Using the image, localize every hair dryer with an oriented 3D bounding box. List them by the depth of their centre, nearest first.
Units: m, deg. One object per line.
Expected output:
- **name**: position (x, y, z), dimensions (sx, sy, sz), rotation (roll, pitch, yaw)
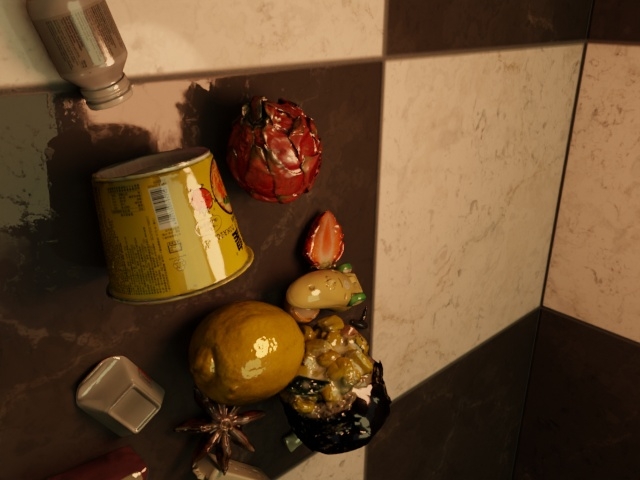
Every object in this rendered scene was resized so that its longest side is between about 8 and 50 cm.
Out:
- **hair dryer**: position (-0.058, 0.556, 1.920), dimensions (0.206, 0.075, 0.237), rotation (-32, 119, -24)
- **hair dryer**: position (0.141, 0.263, 2.014), dimensions (0.079, 0.031, 0.083), rotation (27, 73, -38)

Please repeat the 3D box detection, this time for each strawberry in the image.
- **strawberry**: position (0.000, 0.000, 1.720), dimensions (0.146, 0.082, 0.187), rotation (-7, 105, -49)

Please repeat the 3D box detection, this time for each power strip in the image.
- **power strip**: position (-0.252, 0.712, 1.752), dimensions (0.058, 0.098, 0.338), rotation (-55, 136, -7)

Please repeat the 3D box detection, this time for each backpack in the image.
- **backpack**: position (-0.547, 0.674, 1.375), dimensions (0.283, 0.197, 0.317), rotation (-12, 120, -43)

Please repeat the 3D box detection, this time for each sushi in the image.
- **sushi**: position (0.019, 0.414, 1.690), dimensions (0.328, 0.329, 0.285), rotation (-16, 125, 7)

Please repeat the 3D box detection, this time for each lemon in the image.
- **lemon**: position (-0.188, 0.286, 1.518), dimensions (0.316, 0.285, 0.285), rotation (-52, 139, -46)

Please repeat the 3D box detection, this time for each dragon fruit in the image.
- **dragon fruit**: position (-0.116, -0.222, 1.410), dimensions (0.244, 0.244, 0.299), rotation (-47, 141, -21)

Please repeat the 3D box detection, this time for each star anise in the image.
- **star anise**: position (-0.278, 0.509, 1.637), dimensions (0.288, 0.088, 0.288), rotation (3, 86, -38)

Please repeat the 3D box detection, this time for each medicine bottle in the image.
- **medicine bottle**: position (-0.438, -0.361, 1.090), dimensions (0.135, 0.135, 0.215), rotation (-38, 130, -28)

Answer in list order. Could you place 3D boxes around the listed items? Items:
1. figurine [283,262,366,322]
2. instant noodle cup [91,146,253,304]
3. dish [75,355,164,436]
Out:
- **figurine**: position (-0.010, 0.164, 1.709), dimensions (0.324, 0.222, 0.124), rotation (5, 59, -60)
- **instant noodle cup**: position (-0.325, -0.045, 1.229), dimensions (0.325, 0.325, 0.254), rotation (-26, 114, -36)
- **dish**: position (-0.481, 0.386, 1.414), dimensions (0.154, 0.064, 0.234), rotation (-48, 133, -18)
